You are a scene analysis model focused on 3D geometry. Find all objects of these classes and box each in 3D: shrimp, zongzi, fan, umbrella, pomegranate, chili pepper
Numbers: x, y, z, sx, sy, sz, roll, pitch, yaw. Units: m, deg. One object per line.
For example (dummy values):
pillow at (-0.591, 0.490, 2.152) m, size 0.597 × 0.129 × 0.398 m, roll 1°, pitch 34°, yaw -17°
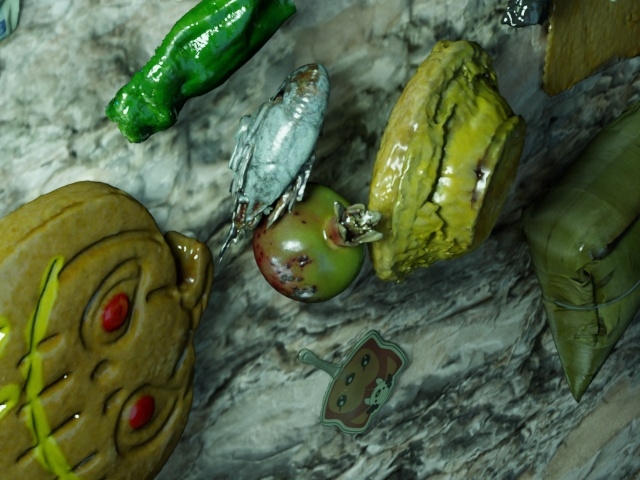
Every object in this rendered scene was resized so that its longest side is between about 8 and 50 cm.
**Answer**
shrimp at (-0.055, -0.079, 1.854) m, size 0.090 × 0.079 × 0.233 m, roll 26°, pitch 95°, yaw -19°
zongzi at (0.411, 0.014, 2.404) m, size 0.323 × 0.160 × 0.360 m, roll -41°, pitch 139°, yaw -24°
fan at (0.031, 0.164, 2.172) m, size 0.132 × 0.009 × 0.220 m, roll -60°, pitch 145°, yaw -2°
umbrella at (0.253, -0.357, 2.054) m, size 0.066 × 0.059 × 0.235 m, roll -41°, pitch 144°, yaw -63°
pomegranate at (-0.004, 0.006, 1.901) m, size 0.129 × 0.159 × 0.129 m, roll -4°, pitch 100°, yaw -21°
chili pepper at (-0.105, -0.179, 1.681) m, size 0.224 × 0.061 × 0.098 m, roll -40°, pitch 151°, yaw 1°

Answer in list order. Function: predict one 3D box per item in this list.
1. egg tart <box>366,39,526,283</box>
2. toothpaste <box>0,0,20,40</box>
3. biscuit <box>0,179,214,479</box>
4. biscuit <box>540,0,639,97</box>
egg tart at (0.148, -0.079, 2.002) m, size 0.294 × 0.123 × 0.294 m, roll -55°, pitch 157°, yaw -38°
toothpaste at (-0.348, -0.141, 1.479) m, size 0.268 × 0.047 × 0.069 m, roll -39°, pitch 126°, yaw -33°
biscuit at (-0.228, 0.121, 1.775) m, size 0.350 × 0.070 × 0.394 m, roll -43°, pitch 140°, yaw -24°
biscuit at (0.356, -0.312, 2.244) m, size 0.232 × 0.013 × 0.236 m, roll -26°, pitch 132°, yaw -39°
